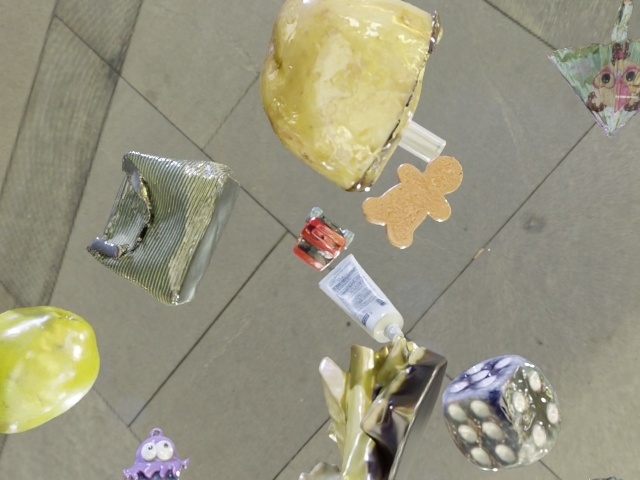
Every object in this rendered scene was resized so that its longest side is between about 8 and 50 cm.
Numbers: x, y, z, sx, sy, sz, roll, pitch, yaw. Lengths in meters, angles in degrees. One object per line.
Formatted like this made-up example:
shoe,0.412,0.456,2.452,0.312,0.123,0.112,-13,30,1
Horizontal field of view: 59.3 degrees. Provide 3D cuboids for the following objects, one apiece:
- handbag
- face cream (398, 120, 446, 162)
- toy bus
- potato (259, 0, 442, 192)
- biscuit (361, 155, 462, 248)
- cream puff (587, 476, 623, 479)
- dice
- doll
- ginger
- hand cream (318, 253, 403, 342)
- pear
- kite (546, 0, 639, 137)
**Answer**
handbag,-0.343,-0.038,1.257,0.240,0.247,0.341,21,90,3
face cream,0.222,-0.306,1.560,0.250,0.077,0.077,32,98,-1
toy bus,0.000,0.000,0.977,0.081,0.195,0.089,35,93,-1
potato,0.022,-0.235,0.814,0.242,0.242,0.285,36,116,14
biscuit,0.228,-0.101,1.316,0.250,0.036,0.165,-42,85,-6
cream puff,0.283,0.365,0.486,0.323,0.274,0.270,-22,45,24
dice,0.384,0.364,1.199,0.181,0.183,0.182,-32,88,49
doll,-0.270,0.413,0.935,0.109,0.067,0.206,-1,53,-19
ginger,0.062,0.324,0.962,0.211,0.413,0.359,18,86,19
hand cream,0.105,0.148,1.378,0.124,0.078,0.341,-44,34,0
pear,-0.216,0.098,0.420,0.092,0.092,0.097,20,88,16
kite,0.560,-0.327,1.051,0.323,0.013,0.268,12,103,58
